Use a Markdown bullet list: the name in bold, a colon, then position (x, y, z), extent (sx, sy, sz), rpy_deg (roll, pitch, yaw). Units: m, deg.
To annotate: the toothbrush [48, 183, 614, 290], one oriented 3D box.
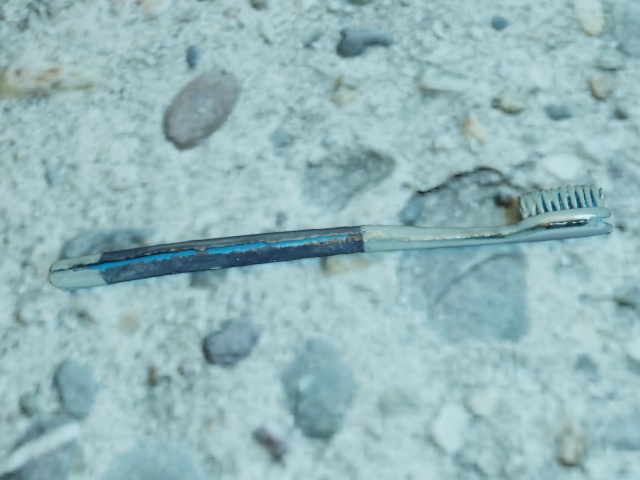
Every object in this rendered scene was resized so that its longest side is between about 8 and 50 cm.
- **toothbrush**: position (0.000, 0.000, 0.325), extent (0.288, 0.024, 0.026), rpy_deg (-7, 63, 5)
